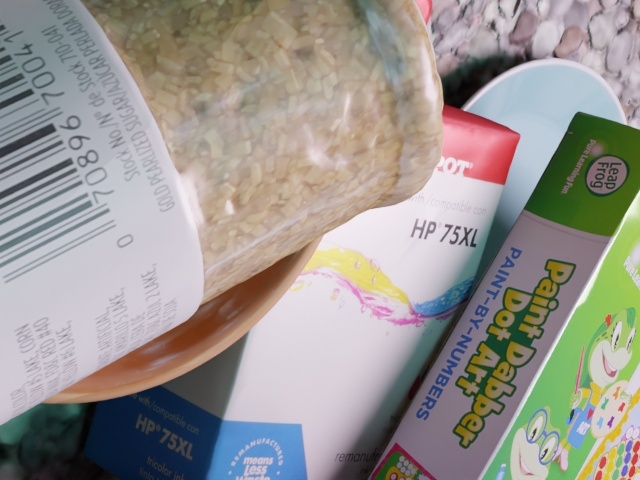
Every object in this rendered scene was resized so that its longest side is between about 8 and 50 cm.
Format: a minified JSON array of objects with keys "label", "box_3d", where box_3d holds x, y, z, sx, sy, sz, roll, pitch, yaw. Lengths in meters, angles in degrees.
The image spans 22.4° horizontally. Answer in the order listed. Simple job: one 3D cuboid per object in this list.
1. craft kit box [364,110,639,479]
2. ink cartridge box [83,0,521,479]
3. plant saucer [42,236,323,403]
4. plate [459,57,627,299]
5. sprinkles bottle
[{"label":"craft kit box","box_3d":[0.126,0.104,0.785,0.246,0.061,0.250,-62,143,-13]},{"label":"ink cartridge box","box_3d":[0.000,0.000,0.690,0.134,0.078,0.231,8,102,-48]},{"label":"plant saucer","box_3d":[-0.077,-0.042,0.555,0.200,0.037,0.200,-13,115,-29]},{"label":"plate","box_3d":[0.094,-0.004,0.826,0.188,0.024,0.188,-21,122,-39]},{"label":"sprinkles bottle","box_3d":[-0.137,0.014,0.436,0.355,0.121,0.121,-29,128,-21]}]
